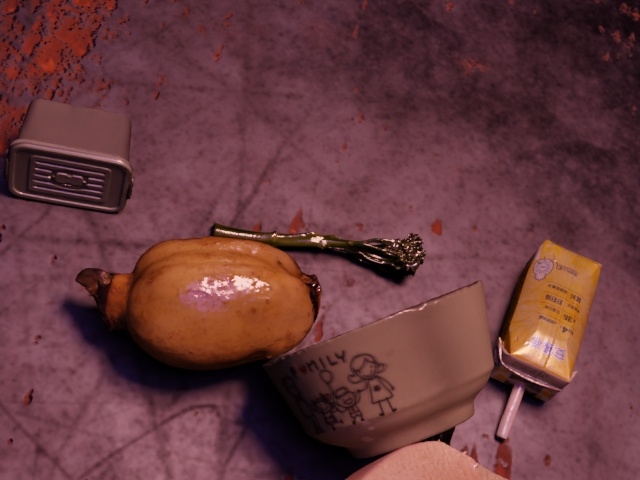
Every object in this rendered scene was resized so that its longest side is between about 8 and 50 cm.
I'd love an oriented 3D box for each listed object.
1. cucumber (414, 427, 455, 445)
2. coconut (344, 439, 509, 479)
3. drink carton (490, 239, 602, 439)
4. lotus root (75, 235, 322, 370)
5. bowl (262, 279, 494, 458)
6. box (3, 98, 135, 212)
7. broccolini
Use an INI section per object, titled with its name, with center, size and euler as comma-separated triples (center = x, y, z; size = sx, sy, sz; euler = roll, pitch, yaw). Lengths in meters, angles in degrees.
[cucumber]
center = 0.113, 0.164, 1.009
size = 0.039, 0.043, 0.163
euler = -2, 50, 31
[coconut]
center = 0.091, 0.270, 0.833
size = 0.224, 0.234, 0.224
euler = 9, 60, -16
[drink carton]
center = 0.218, 0.101, 1.048
size = 0.084, 0.074, 0.200
euler = 25, 58, -2
[lotus root]
center = -0.110, 0.057, 0.954
size = 0.221, 0.125, 0.118
euler = -1, 106, -11
[bowl]
center = 0.064, 0.122, 0.930
size = 0.211, 0.211, 0.112
euler = -17, 83, -23
[box]
center = -0.238, -0.083, 1.011
size = 0.122, 0.084, 0.069
euler = 10, 54, -12
[broccolini]
center = 0.000, -0.001, 1.058
size = 0.218, 0.042, 0.044
euler = 11, 60, -8
